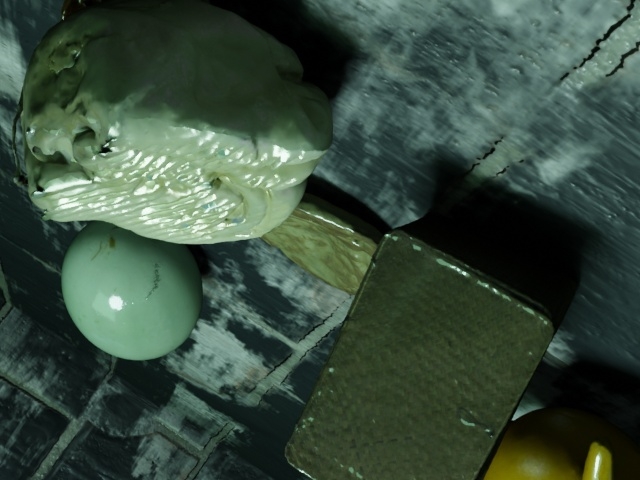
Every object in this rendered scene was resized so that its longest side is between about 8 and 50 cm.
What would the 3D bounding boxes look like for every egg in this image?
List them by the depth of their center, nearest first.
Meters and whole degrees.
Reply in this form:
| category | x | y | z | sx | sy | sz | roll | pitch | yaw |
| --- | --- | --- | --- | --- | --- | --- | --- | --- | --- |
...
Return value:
| category | x | y | z | sx | sy | sz | roll | pitch | yaw |
| --- | --- | --- | --- | --- | --- | --- | --- | --- | --- |
| egg | -0.281 | 0.071 | 1.691 | 0.203 | 0.203 | 0.282 | 26 | 156 | 18 |

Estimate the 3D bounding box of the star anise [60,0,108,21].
| category | x | y | z | sx | sy | sz | roll | pitch | yaw |
| --- | --- | --- | --- | --- | --- | --- | --- | --- | --- |
| star anise | -0.225 | -0.232 | 1.121 | 0.097 | 0.070 | 0.190 | 12 | 153 | 40 |

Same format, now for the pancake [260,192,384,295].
| category | x | y | z | sx | sy | sz | roll | pitch | yaw |
| --- | --- | --- | --- | --- | --- | --- | --- | --- | --- |
| pancake | 0.001 | -0.001 | 1.342 | 0.222 | 0.042 | 0.236 | 20 | 159 | 21 |

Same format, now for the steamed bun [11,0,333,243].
| category | x | y | z | sx | sy | sz | roll | pitch | yaw |
| --- | --- | --- | --- | --- | --- | --- | --- | --- | --- |
| steamed bun | -0.136 | -0.129 | 1.053 | 0.280 | 0.207 | 0.268 | 7 | 158 | -22 |

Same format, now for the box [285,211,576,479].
| category | x | y | z | sx | sy | sz | roll | pitch | yaw |
| --- | --- | --- | --- | --- | --- | --- | --- | --- | --- |
| box | 0.112 | 0.132 | 1.113 | 0.184 | 0.273 | 0.143 | 29 | -162 | 17 |

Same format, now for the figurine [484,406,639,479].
| category | x | y | z | sx | sy | sz | roll | pitch | yaw |
| --- | --- | --- | --- | --- | --- | --- | --- | --- | --- |
| figurine | 0.215 | 0.263 | 1.305 | 0.387 | 0.268 | 0.401 | 12 | 147 | 49 |
